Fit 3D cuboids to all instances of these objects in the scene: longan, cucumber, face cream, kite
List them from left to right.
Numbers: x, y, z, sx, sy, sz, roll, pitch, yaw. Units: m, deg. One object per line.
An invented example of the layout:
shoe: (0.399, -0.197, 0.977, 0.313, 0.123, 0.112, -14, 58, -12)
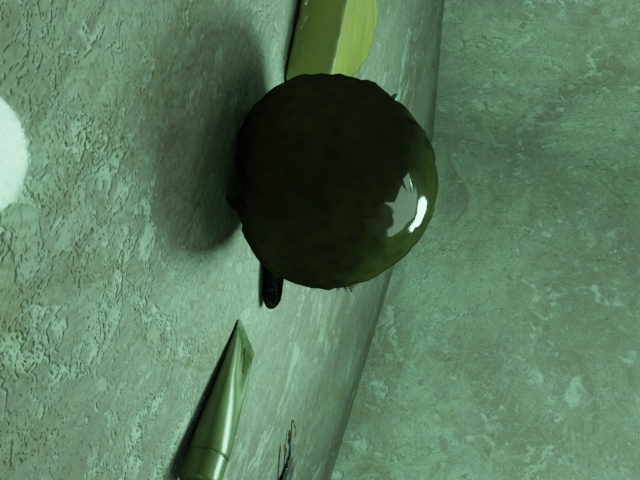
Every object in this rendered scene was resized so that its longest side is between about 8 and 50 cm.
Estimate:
face cream: (-0.199, 0.339, 1.402, 0.137, 0.084, 0.341, 75, 23, -46)
cucumber: (-0.107, 0.072, 1.558, 0.058, 0.052, 0.215, -110, -155, -58)
kite: (-0.116, 0.775, 2.291, 0.204, 0.022, 0.360, -60, 160, -52)
longan: (0.016, -0.106, 1.220, 0.391, 0.391, 0.391, 13, 90, -77)

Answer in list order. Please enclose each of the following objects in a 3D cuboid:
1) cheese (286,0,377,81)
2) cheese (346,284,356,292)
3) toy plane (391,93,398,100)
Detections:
cheese: (0.041, -0.518, 1.461, 0.384, 0.104, 0.384, 13, 90, -77)
cheese: (0.123, 0.113, 2.512, 0.286, 0.074, 0.189, 77, 30, -70)
toy plane: (0.140, -0.334, 2.032, 0.267, 0.088, 0.212, -61, 174, 20)
